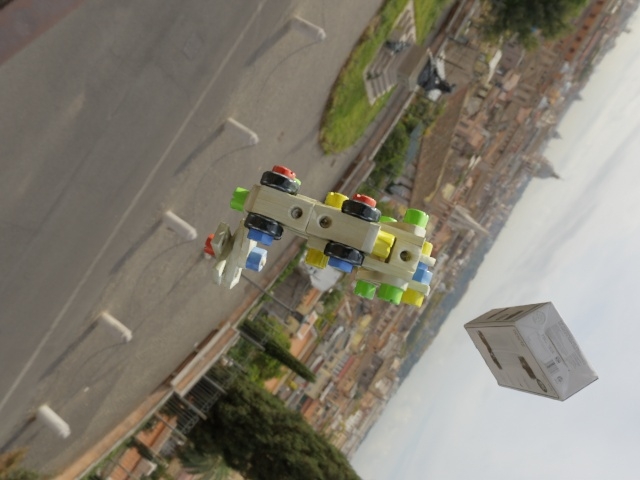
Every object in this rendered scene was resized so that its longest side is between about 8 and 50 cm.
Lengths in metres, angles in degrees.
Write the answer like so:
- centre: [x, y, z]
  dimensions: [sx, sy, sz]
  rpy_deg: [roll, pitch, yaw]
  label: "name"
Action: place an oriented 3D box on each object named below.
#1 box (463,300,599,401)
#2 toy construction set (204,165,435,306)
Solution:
- centre: [0.421, 0.225, 1.075]
  dimensions: [0.087, 0.169, 0.290]
  rpy_deg: [-29, 171, -8]
  label: "box"
- centre: [0.000, 0.000, 0.684]
  dimensions: [0.215, 0.328, 0.151]
  rpy_deg: [64, 31, -82]
  label: "toy construction set"
